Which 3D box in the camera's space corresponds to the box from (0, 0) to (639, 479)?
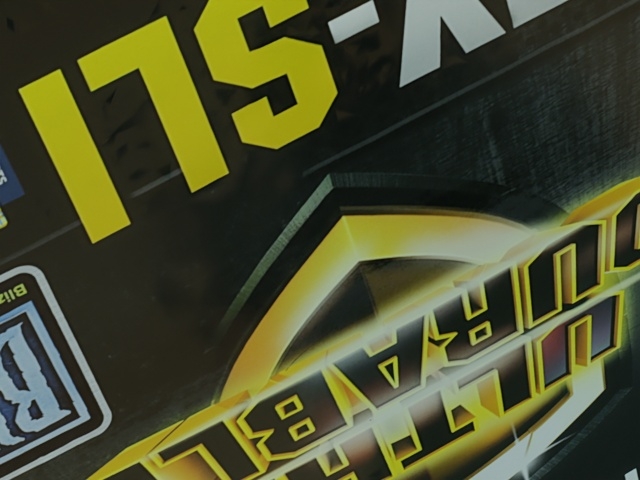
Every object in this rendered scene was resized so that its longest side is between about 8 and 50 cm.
[{"bbox_3d":[0.000,0.000,0.466,0.322,0.257,0.079,-27,41,-9],"label":"box"}]
